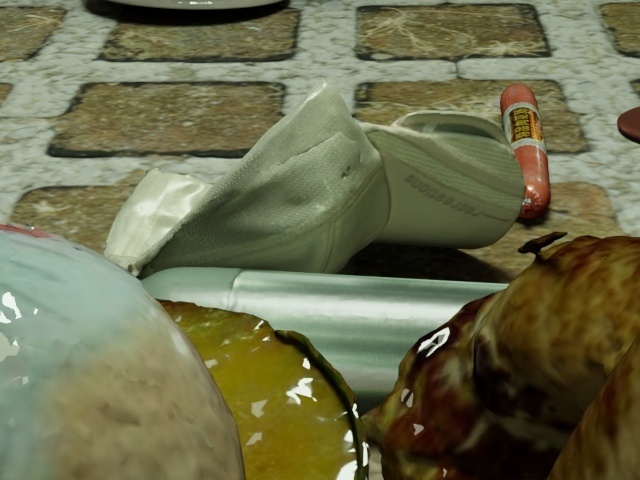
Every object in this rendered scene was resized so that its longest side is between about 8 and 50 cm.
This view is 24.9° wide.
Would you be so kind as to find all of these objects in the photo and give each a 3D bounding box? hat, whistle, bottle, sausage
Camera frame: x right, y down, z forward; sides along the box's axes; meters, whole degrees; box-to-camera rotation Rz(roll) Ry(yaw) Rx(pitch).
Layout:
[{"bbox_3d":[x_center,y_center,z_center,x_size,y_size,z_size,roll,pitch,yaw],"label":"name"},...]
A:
[{"bbox_3d":[0.000,0.000,0.905,0.226,0.164,0.219,28,-24,-23],"label":"hat"},{"bbox_3d":[-0.132,0.049,0.470,0.189,0.189,0.348,-8,26,-15],"label":"whistle"},{"bbox_3d":[0.012,0.063,0.780,0.254,0.079,0.096,4,50,7],"label":"bottle"},{"bbox_3d":[0.156,-0.073,1.116,0.034,0.034,0.253,1,24,4],"label":"sausage"}]

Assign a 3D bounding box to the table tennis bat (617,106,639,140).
[{"bbox_3d":[0.311,-0.089,1.160,0.098,0.019,0.155,-22,29,-38],"label":"table tennis bat"}]

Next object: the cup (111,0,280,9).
[{"bbox_3d":[-0.114,-0.374,1.492,0.288,0.273,0.208,17,24,36],"label":"cup"}]

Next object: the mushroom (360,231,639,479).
[{"bbox_3d":[0.212,0.053,0.528,0.331,0.334,0.356,-3,39,-11],"label":"mushroom"}]

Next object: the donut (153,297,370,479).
[{"bbox_3d":[-0.097,0.147,0.543,0.272,0.107,0.272,-9,37,7],"label":"donut"}]
